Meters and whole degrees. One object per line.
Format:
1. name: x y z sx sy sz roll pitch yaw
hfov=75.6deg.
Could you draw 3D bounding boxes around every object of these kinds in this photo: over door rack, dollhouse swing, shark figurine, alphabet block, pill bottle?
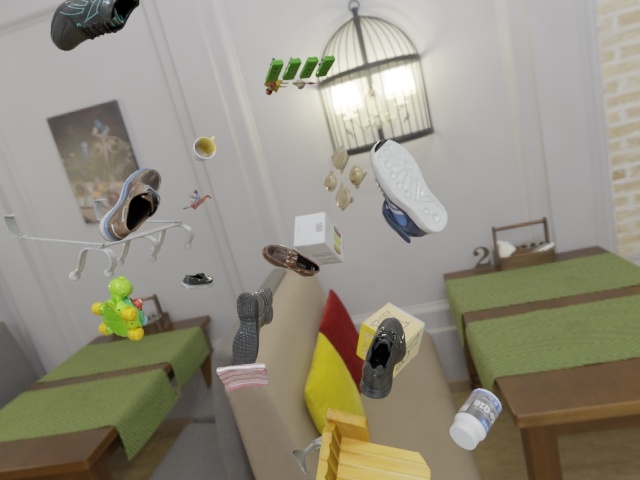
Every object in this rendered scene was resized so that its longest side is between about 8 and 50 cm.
1. over door rack: -0.497 -0.003 0.952 0.325 0.108 0.239 15 20 22
2. dollhouse swing: 0.157 0.700 1.137 0.305 0.315 0.346 3 52 12
3. shark figurine: 0.037 0.686 1.434 0.279 0.116 0.166 -6 17 -5
4. alphabet block: 0.292 0.413 1.725 0.194 0.192 0.197 26 36 34
5. pill bottle: 0.374 0.432 0.999 0.078 0.078 0.137 1 24 47

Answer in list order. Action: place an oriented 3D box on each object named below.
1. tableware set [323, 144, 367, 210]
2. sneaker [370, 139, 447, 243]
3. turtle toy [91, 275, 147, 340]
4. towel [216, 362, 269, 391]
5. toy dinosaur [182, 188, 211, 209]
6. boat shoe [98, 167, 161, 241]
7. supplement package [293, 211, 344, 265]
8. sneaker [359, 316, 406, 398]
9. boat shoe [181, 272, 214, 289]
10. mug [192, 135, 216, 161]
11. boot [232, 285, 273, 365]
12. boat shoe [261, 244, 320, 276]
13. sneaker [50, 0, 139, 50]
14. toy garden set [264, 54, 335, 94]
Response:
1. tableware set: 0.064 -0.179 1.190 0.020 0.141 0.168 1 41 -39
2. sneaker: 0.216 -0.138 1.247 0.130 0.322 0.236 -45 13 -17
3. turtle toy: -0.384 0.133 0.804 0.095 0.130 0.066 6 28 15
4. towel: -0.234 0.425 1.278 0.144 0.029 0.197 -5 -33 -6
5. toy dinosaur: -0.357 -0.117 1.203 0.090 0.047 0.082 -7 39 -22
6. boat shoe: -0.341 -0.071 0.785 0.066 0.066 0.183 -7 49 22
7. supplement package: 0.000 0.000 1.737 0.134 0.138 0.244 -8 -24 20
8. sneaker: 0.192 0.314 1.202 0.109 0.130 0.286 8 34 16
9. boat shoe: -0.371 0.122 1.271 0.049 0.040 0.142 23 8 17
10. mug: -0.330 -0.257 1.181 0.078 0.062 0.064 -25 5 -29
11. boot: -0.274 0.377 1.801 0.118 0.337 0.223 7 0 18
12. boat shoe: -0.095 0.063 1.388 0.207 0.073 0.073 24 -22 -29
13. sneaker: -0.589 -0.587 1.078 0.267 0.106 0.101 -40 -6 7
14. toy garden set: -0.094 -0.631 1.553 0.245 0.049 0.204 -15 -7 -22
